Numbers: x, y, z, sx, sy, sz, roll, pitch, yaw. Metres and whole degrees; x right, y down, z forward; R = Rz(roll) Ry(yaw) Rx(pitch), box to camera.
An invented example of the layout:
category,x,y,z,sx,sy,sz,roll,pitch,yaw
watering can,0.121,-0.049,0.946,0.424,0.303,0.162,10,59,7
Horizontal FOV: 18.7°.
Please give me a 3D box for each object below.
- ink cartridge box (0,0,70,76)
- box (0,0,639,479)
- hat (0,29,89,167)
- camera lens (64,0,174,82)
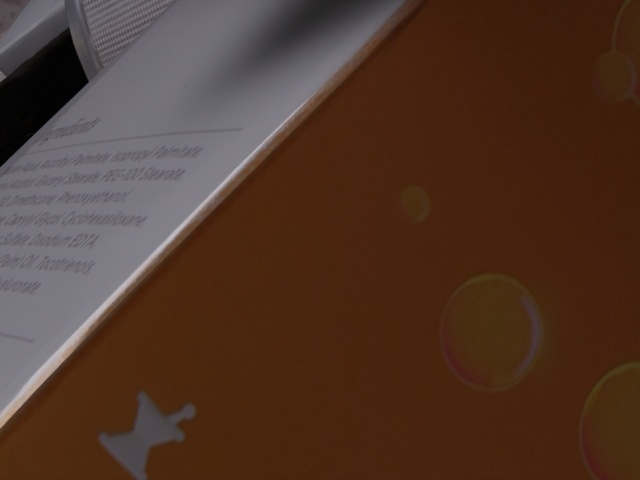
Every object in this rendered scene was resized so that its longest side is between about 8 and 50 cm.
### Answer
category,x,y,z,sx,sy,sz,roll,pitch,yaw
ink cartridge box,-0.082,-0.130,1.241,0.208,0.153,0.087,-32,20,31
box,0.034,0.044,0.446,0.345,0.215,0.168,-47,19,-18
hat,-0.201,0.035,1.121,0.331,0.134,0.331,-42,-2,-2
camera lens,0.023,-0.137,0.911,0.219,0.219,0.274,-51,20,-29
